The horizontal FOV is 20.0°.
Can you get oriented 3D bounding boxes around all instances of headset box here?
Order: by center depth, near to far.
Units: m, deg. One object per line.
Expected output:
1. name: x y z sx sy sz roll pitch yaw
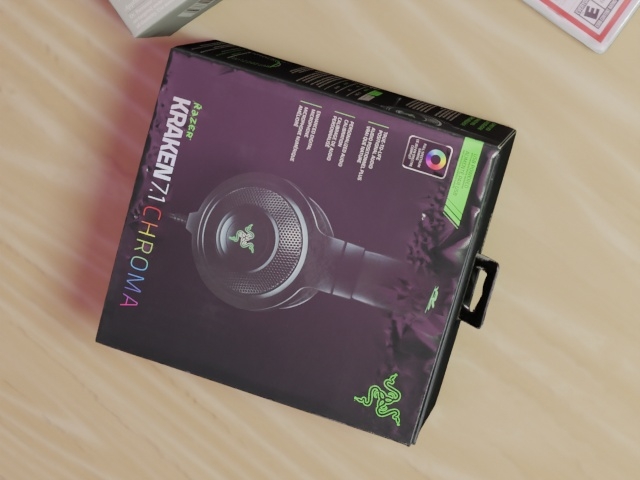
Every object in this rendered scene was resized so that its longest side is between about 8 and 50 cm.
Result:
1. headset box: 0.000 0.000 1.423 0.283 0.131 0.246 18 102 8

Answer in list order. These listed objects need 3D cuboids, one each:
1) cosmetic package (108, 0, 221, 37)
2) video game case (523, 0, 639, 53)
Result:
1. cosmetic package: -0.152 -0.289 1.428 0.127 0.107 0.238 -33 88 15
2. video game case: 0.161 -0.306 1.396 0.285 0.025 0.204 36 104 4
